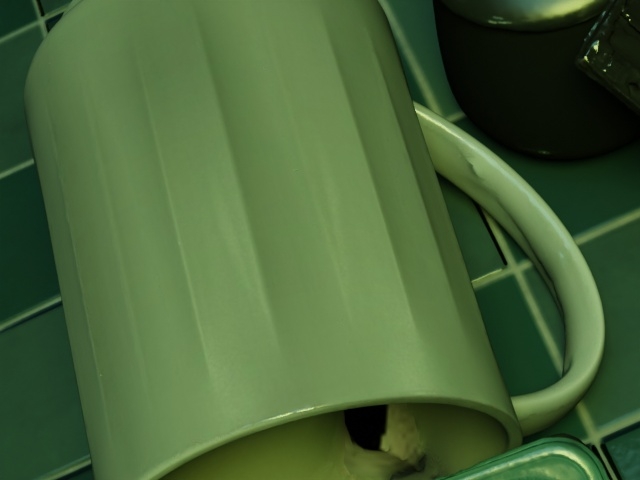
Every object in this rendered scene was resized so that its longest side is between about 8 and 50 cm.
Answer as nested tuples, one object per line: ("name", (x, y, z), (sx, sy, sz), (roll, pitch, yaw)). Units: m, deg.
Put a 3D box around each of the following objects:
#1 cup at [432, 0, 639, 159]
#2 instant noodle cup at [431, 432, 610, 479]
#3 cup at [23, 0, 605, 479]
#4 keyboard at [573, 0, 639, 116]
("cup", (0.133, -0.168, 0.926), (0.169, 0.176, 0.223), (-43, 60, -3))
("instant noodle cup", (0.090, 0.204, 0.793), (0.179, 0.070, 0.157), (-21, 79, 7))
("cup", (0.000, 0.000, 0.869), (0.322, 0.237, 0.327), (-4, 58, -17))
("keyboard", (0.257, -0.060, 0.830), (0.250, 0.017, 0.087), (36, 75, -13))
